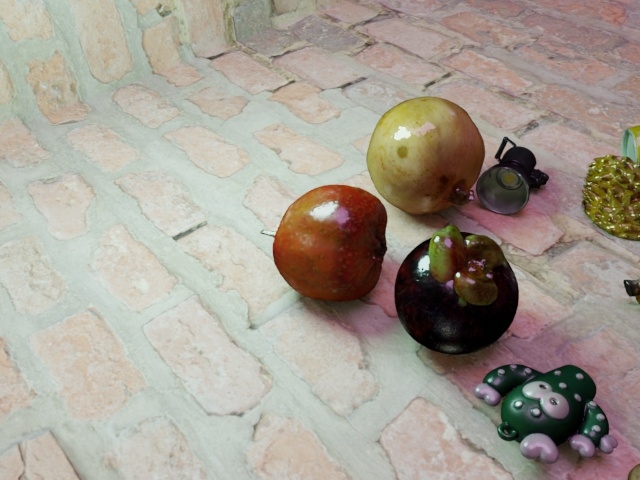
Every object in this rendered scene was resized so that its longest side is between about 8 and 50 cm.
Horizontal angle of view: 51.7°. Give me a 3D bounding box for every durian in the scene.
[{"bbox_3d":[0.814,-0.096,1.761,0.195,0.185,0.305,-46,61,-8],"label":"durian"}]

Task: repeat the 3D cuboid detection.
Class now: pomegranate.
[{"bbox_3d":[0.291,-0.211,1.775,0.338,0.338,0.338,-3,41,3],"label":"pomegranate"}]

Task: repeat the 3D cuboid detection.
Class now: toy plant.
[{"bbox_3d":[0.441,0.332,1.297,0.243,0.112,0.232,-6,36,-9],"label":"toy plant"}]

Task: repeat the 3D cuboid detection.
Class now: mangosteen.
[{"bbox_3d":[0.297,0.107,1.440,0.288,0.288,0.288,-3,41,3],"label":"mangosteen"}]

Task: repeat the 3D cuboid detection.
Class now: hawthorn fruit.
[{"bbox_3d":[0.000,0.000,1.615,0.330,0.287,0.287,7,43,23],"label":"hawthorn fruit"}]

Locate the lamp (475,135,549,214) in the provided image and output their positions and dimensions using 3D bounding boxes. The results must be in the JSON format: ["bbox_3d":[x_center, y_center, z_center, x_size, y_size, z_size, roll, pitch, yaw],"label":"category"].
[{"bbox_3d":[0.553,-0.187,1.871,0.172,0.147,0.227,28,42,15],"label":"lamp"}]

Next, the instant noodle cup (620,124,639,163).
[{"bbox_3d":[0.990,-0.258,1.857,0.236,0.215,0.215,-8,41,9],"label":"instant noodle cup"}]

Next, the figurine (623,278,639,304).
[{"bbox_3d":[0.803,0.146,1.437,0.192,0.167,0.257,-15,19,-5],"label":"figurine"}]

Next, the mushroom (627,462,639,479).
[{"bbox_3d":[0.640,0.431,1.193,0.210,0.072,0.094,-13,44,-14],"label":"mushroom"}]
